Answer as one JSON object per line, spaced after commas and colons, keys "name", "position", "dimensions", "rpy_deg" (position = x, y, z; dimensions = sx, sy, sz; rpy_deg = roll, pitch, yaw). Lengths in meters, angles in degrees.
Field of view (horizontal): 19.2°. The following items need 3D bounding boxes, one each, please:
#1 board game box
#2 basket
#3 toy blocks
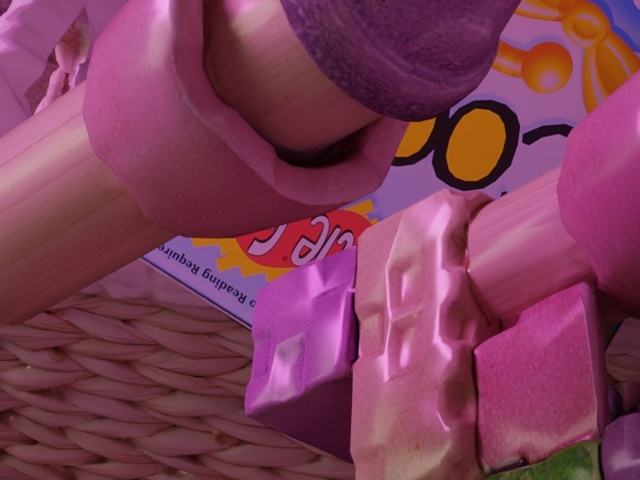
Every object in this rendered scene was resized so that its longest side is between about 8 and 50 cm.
{"name": "board game box", "position": [0.074, -0.067, 0.684], "dimensions": [0.275, 0.142, 0.144], "rpy_deg": [-58, -18, -4]}
{"name": "basket", "position": [0.000, 0.000, 0.967], "dimensions": [0.328, 0.331, 0.266], "rpy_deg": [-78, -4, -50]}
{"name": "toy blocks", "position": [0.092, 0.087, 0.405], "dimensions": [0.260, 0.309, 0.288], "rpy_deg": [-28, 51, 41]}
